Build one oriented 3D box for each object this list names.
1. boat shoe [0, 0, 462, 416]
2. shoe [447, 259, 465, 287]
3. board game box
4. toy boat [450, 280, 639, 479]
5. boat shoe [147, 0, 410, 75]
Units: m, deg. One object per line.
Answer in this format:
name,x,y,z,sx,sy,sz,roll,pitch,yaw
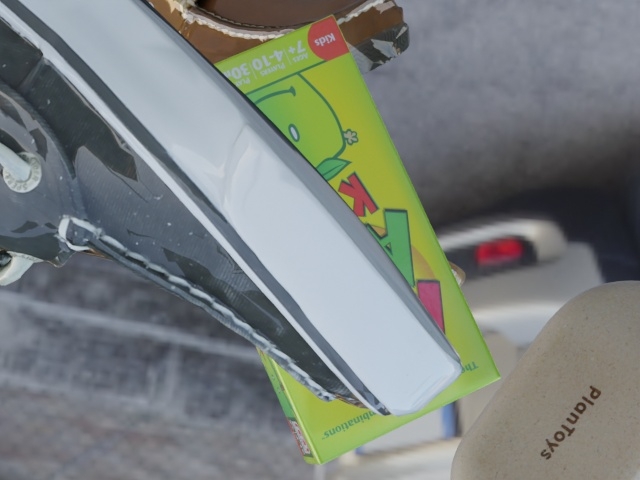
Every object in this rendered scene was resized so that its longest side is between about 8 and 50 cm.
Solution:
boat shoe,-0.063,-0.029,0.344,0.219,0.070,0.078,43,-176,2
shoe,0.051,0.030,1.203,0.076,0.058,0.219,26,177,-13
board game box,0.000,0.000,0.685,0.092,0.181,0.043,-24,177,-12
toy boat,0.212,0.146,1.076,0.151,0.231,0.151,36,177,38
boat shoe,-0.076,-0.159,0.950,0.122,0.120,0.324,-31,-153,-28
